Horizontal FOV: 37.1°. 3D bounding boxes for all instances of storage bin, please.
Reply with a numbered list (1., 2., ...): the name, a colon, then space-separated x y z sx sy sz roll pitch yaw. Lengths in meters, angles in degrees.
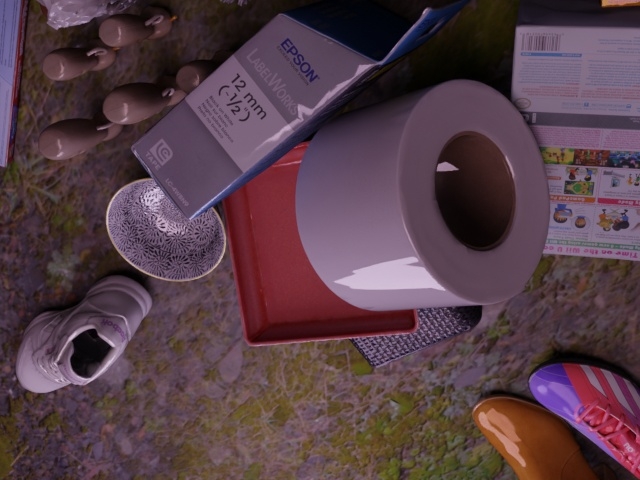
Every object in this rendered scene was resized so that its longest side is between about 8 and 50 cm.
1. storage bin: 0.124 0.082 1.305 0.180 0.122 0.084 -27 115 27

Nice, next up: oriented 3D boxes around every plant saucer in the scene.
1. plant saucer: 0.000 0.000 1.250 0.258 0.048 0.259 -8 92 28

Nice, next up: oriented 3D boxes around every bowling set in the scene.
1. bowling set: -0.241 -0.236 1.177 0.287 0.154 0.199 -17 101 24

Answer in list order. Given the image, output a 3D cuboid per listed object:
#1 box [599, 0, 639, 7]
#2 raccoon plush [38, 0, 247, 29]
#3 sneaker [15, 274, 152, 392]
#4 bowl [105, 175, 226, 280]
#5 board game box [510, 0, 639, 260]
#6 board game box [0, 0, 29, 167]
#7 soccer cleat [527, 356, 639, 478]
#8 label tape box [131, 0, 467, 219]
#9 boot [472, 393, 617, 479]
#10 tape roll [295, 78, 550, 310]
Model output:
1. box: 0.343 -0.321 1.020 0.081 0.028 0.136 -1 115 11
2. raccoon plush: -0.004 -0.270 0.905 0.299 0.446 0.216 27 153 30
3. sneaker: -0.390 0.167 1.465 0.114 0.152 0.305 41 125 -19
4. bowl: -0.203 -0.034 1.325 0.170 0.080 0.170 6 126 9
5. board game box: 0.335 -0.125 1.130 0.224 0.097 0.303 5 124 11
6. board game box: -0.473 -0.237 1.277 0.145 0.027 0.281 19 126 -2
7. soccer cleat: 0.442 0.274 1.371 0.318 0.116 0.108 29 126 -8
8. label tape box: -0.013 -0.189 1.057 0.348 0.249 0.115 -38 93 26
9. boot: 0.344 0.372 1.404 0.295 0.211 0.104 35 124 -12
10. tape roll: 0.116 -0.045 1.071 0.169 0.246 0.246 -8 127 50
